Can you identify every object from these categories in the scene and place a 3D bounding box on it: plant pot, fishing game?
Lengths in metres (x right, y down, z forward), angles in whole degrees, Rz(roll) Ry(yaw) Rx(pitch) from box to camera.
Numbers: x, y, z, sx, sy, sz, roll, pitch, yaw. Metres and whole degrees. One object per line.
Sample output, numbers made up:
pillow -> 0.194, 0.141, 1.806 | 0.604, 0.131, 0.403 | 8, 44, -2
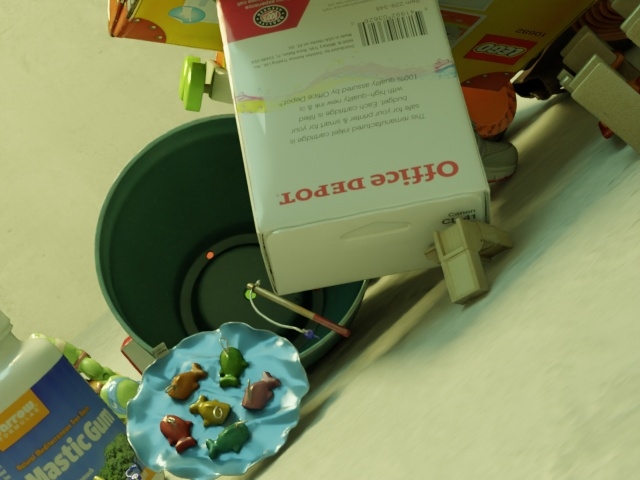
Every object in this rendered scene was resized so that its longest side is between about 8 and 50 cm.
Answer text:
plant pot -> -0.083, 0.036, 1.742 | 0.293, 0.293, 0.196 | -42, -19, -13
fishing game -> -0.104, 0.147, 1.539 | 0.189, 0.041, 0.264 | 25, 63, 37

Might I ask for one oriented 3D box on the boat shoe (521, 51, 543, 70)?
boat shoe -> 0.289, -0.292, 1.948 | 0.075, 0.065, 0.206 | 58, 135, 47

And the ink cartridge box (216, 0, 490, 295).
ink cartridge box -> 0.030, -0.119, 1.608 | 0.226, 0.306, 0.131 | -11, -31, 1

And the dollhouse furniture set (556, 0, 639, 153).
dollhouse furniture set -> 0.361, -0.203, 1.566 | 0.259, 0.135, 0.262 | -49, 5, 15

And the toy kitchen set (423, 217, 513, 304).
toy kitchen set -> 0.138, 0.031, 1.510 | 0.068, 0.075, 0.083 | -31, -28, 33

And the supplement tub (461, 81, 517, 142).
supplement tub -> 0.174, -0.166, 2.096 | 0.117, 0.117, 0.190 | -43, 9, -20

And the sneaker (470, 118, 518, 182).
sneaker -> 0.123, -0.125, 1.774 | 0.103, 0.252, 0.111 | 4, 86, 53

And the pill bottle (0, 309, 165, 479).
pill bottle -> -0.307, 0.201, 1.719 | 0.152, 0.272, 0.152 | -39, 8, 7

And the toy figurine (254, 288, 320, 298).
toy figurine -> -0.036, -0.025, 1.943 | 0.213, 0.209, 0.148 | -30, 21, 43

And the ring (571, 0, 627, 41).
ring -> 0.439, -0.331, 1.854 | 0.337, 0.032, 0.336 | -28, 18, 10

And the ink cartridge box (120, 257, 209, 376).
ink cartridge box -> -0.149, 0.120, 1.955 | 0.127, 0.128, 0.176 | -40, 9, 7

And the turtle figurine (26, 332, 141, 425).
turtle figurine -> -0.355, 0.230, 2.059 | 0.275, 0.198, 0.266 | -40, 4, -29

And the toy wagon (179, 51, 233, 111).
toy wagon -> -0.035, -0.182, 1.938 | 0.344, 0.267, 0.068 | -126, 45, -77

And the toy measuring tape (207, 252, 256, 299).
toy measuring tape -> -0.077, 0.018, 2.122 | 0.121, 0.121, 0.330 | -46, -5, -36

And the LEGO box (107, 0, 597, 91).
LEGO box -> 0.051, -0.349, 1.770 | 0.372, 0.500, 0.193 | 138, 135, -62

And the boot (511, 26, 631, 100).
boot -> 0.321, -0.263, 2.054 | 0.207, 0.090, 0.248 | -38, 12, -4
